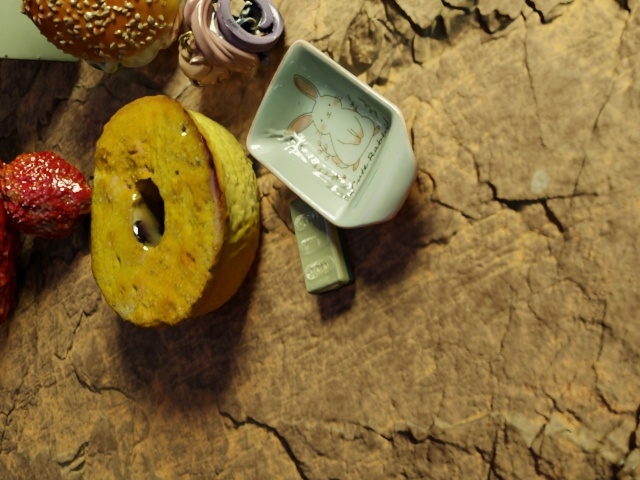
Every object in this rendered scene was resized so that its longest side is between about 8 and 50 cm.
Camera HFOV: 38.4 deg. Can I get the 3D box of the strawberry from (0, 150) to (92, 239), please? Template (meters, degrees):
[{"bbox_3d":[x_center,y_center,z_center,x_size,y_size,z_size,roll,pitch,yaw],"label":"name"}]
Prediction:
[{"bbox_3d":[-0.415,-0.065,1.390,0.148,0.131,0.131,29,107,45],"label":"strawberry"}]

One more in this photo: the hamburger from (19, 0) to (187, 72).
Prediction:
[{"bbox_3d":[-0.289,-0.344,1.238,0.237,0.236,0.147,-46,32,29],"label":"hamburger"}]

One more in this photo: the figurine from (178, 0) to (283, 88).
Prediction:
[{"bbox_3d":[-0.132,-0.252,1.170,0.157,0.126,0.114,-37,23,31],"label":"figurine"}]

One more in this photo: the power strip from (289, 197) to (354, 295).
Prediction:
[{"bbox_3d":[0.000,0.000,1.100,0.056,0.032,0.123,-22,74,36],"label":"power strip"}]

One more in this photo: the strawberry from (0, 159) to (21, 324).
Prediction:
[{"bbox_3d":[-0.620,-0.008,1.447,0.291,0.291,0.310,35,120,35],"label":"strawberry"}]

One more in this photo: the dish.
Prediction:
[{"bbox_3d":[0.027,-0.113,1.062,0.234,0.064,0.154,43,114,34],"label":"dish"}]

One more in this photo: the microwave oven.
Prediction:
[{"bbox_3d":[-0.499,-0.362,1.429,0.240,0.194,0.145,22,107,38],"label":"microwave oven"}]

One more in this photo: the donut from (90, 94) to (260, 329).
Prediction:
[{"bbox_3d":[-0.192,-0.036,1.214,0.302,0.110,0.303,0,90,41],"label":"donut"}]
